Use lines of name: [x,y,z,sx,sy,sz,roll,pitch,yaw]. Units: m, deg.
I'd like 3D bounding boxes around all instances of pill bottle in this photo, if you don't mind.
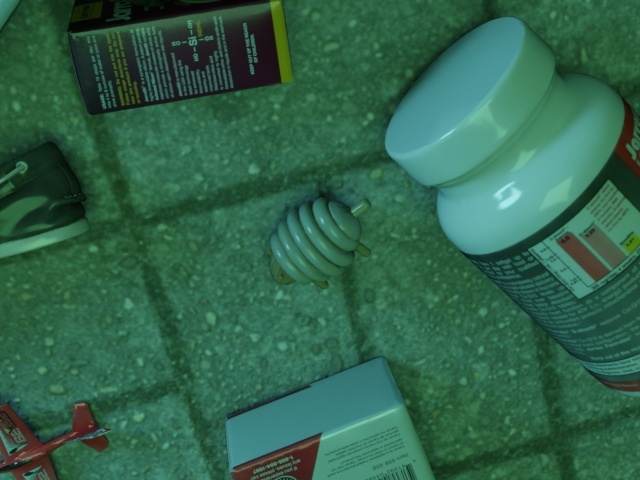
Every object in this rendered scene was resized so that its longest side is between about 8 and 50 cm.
pill bottle: [0.245,-0.029,1.021,0.363,0.210,0.210,41,102,-21]

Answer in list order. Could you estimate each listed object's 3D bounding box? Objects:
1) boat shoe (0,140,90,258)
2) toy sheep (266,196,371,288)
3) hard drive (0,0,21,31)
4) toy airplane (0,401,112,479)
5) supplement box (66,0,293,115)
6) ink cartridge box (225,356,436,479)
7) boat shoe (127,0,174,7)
boat shoe: [-0.391,-0.006,1.012,0.335,0.112,0.095,-17,96,-6]
toy sheep: [0.000,0.000,1.070,0.132,0.091,0.091,-41,112,16]
hard drive: [-0.351,-0.223,0.854,0.203,0.040,0.307,35,143,-19]
toy airplane: [-0.299,0.225,1.154,0.151,0.028,0.151,-3,114,-7]
supplement box: [-0.127,-0.183,0.962,0.188,0.104,0.080,-10,120,-4]
ink cartridge box: [0.035,0.297,1.181,0.197,0.114,0.272,-21,113,1]
boat shoe: [-0.068,-0.338,0.897,0.324,0.122,0.120,-37,76,-8]
